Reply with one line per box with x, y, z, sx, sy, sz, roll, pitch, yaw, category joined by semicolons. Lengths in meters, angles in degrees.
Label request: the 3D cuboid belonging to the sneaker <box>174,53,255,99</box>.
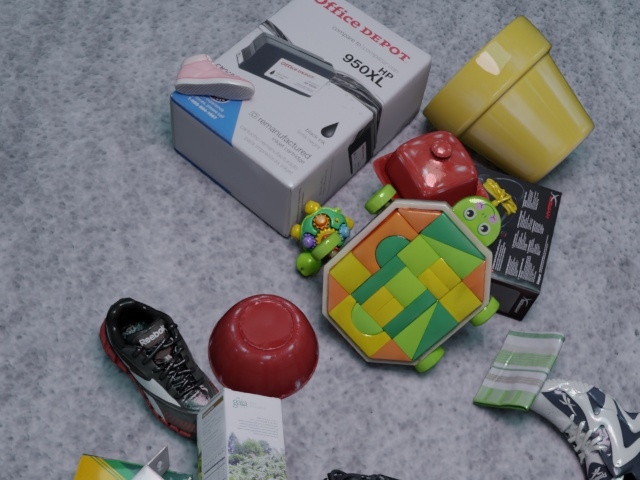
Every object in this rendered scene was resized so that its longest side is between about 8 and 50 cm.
-0.173;-0.278;1.558;0.134;0.051;0.070;5;64;4;sneaker

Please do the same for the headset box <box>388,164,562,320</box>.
0.246;-0.019;1.611;0.293;0.110;0.218;18;59;4;headset box

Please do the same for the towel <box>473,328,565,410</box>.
0.318;0.205;1.497;0.023;0.113;0.152;52;57;-25;towel

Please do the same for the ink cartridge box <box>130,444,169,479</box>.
-0.244;0.367;1.228;0.060;0.104;0.180;38;62;15;ink cartridge box

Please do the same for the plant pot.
0.355;-0.235;1.692;0.239;0.254;0.254;47;64;2;plant pot

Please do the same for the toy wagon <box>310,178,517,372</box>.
0.162;0.037;1.473;0.344;0.068;0.267;-42;93;15;toy wagon

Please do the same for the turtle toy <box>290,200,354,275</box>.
0.000;0.000;1.579;0.095;0.130;0.066;24;18;-23;turtle toy

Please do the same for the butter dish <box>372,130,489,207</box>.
0.189;-0.121;1.531;0.160;0.118;0.160;-20;62;-18;butter dish

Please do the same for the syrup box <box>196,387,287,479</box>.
-0.109;0.334;1.291;0.093;0.096;0.237;16;47;-28;syrup box

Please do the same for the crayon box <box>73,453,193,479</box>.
-0.287;0.451;1.283;0.165;0.081;0.279;11;59;-1;crayon box

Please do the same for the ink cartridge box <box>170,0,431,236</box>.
-0.032;-0.247;1.679;0.285;0.166;0.395;37;63;16;ink cartridge box

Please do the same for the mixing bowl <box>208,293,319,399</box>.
-0.088;0.153;1.476;0.181;0.098;0.181;3;58;-5;mixing bowl

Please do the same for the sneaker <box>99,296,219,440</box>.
-0.238;0.191;1.415;0.097;0.135;0.276;-36;71;-26;sneaker

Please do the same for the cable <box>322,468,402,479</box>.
0.077;0.387;1.342;0.184;0.047;0.150;20;16;-8;cable

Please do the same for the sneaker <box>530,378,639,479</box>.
0.418;0.319;1.441;0.235;0.094;0.153;26;51;-3;sneaker
